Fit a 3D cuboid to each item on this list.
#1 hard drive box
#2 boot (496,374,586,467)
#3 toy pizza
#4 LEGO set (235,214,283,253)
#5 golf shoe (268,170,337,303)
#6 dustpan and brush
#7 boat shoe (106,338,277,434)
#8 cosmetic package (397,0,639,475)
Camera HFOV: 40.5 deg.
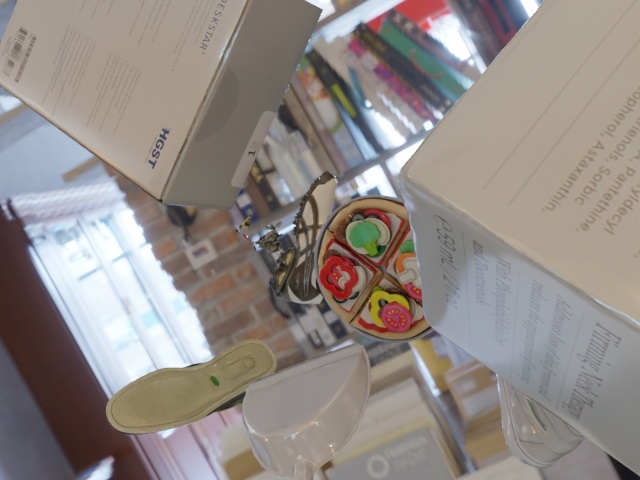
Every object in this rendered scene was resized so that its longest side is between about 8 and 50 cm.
[{"bbox_3d":[-0.141,-0.158,0.706,0.089,0.232,0.181,4,-64,-58],"label":"hard drive box"},{"bbox_3d":[0.257,0.121,1.002,0.095,0.258,0.123,8,-35,-25],"label":"boot"},{"bbox_3d":[0.078,0.041,1.117,0.201,0.201,0.032,-28,1,32],"label":"toy pizza"},{"bbox_3d":[-0.075,-0.002,1.151,0.083,0.023,0.054,9,-60,-39],"label":"LEGO set"},{"bbox_3d":[0.000,0.000,1.264,0.077,0.094,0.198,34,-104,-77],"label":"golf shoe"},{"bbox_3d":[-0.018,0.198,0.841,0.147,0.060,0.211,-23,20,17],"label":"dustpan and brush"},{"bbox_3d":[-0.166,0.203,1.131,0.233,0.084,0.079,-17,-25,-31],"label":"boat shoe"},{"bbox_3d":[0.321,0.004,0.677,0.327,0.393,0.329,-49,-24,-12],"label":"cosmetic package"}]
